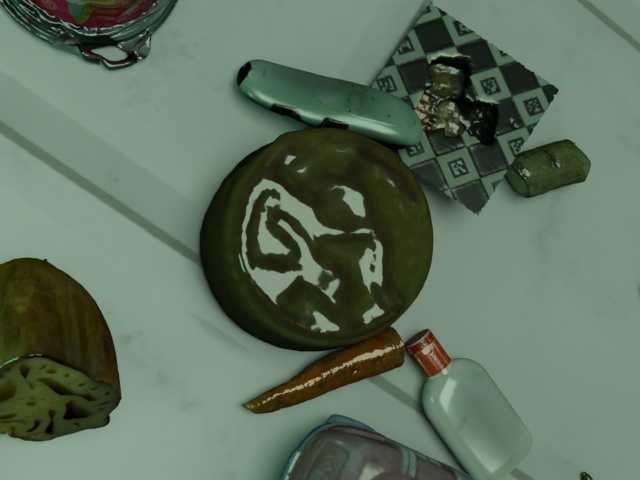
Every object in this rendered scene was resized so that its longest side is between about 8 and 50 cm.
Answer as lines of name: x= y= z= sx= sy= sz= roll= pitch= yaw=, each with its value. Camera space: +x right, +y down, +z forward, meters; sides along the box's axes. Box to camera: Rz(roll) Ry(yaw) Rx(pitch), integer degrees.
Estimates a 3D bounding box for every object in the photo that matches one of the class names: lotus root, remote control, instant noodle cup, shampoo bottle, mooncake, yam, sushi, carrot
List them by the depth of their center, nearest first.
lotus root: x=-0.340 y=0.118 z=1.302 sx=0.199 sy=0.188 sz=0.180 roll=-24 pitch=57 yaw=11
instant noodle cup: x=-0.263 y=-0.370 z=1.373 sx=0.258 sy=0.181 sz=0.303 roll=-30 pitch=95 yaw=-22
mooncake: x=0.000 y=0.000 z=1.451 sx=0.284 sy=0.155 sz=0.285 roll=2 pitch=84 yaw=-23
carrot: x=0.003 y=0.177 z=1.486 sx=0.224 sy=0.057 sz=0.057 roll=-22 pitch=92 yaw=-21
remote control: x=0.015 y=-0.180 z=1.513 sx=0.256 sy=0.045 sz=0.097 roll=14 pitch=47 yaw=-9
shampoo bottle: x=0.191 y=0.217 z=1.557 sx=0.108 sy=0.051 sz=0.221 roll=-38 pitch=99 yaw=-20
sushi: x=0.178 y=-0.177 z=1.605 sx=0.219 sy=0.047 sz=0.231 roll=35 pitch=71 yaw=1
yam: x=0.325 y=-0.104 z=1.648 sx=0.146 sy=0.069 sz=0.070 roll=-17 pitch=90 yaw=-23

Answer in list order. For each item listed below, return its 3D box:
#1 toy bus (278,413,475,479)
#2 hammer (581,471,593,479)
toy bus: x=0.097 y=0.341 z=1.402 sx=0.294 sy=0.232 sz=0.197 roll=30 pitch=73 yaw=-16
hammer: x=0.335 y=0.366 z=1.620 sx=0.123 sy=0.014 sz=0.029 roll=-31 pitch=87 yaw=-21
